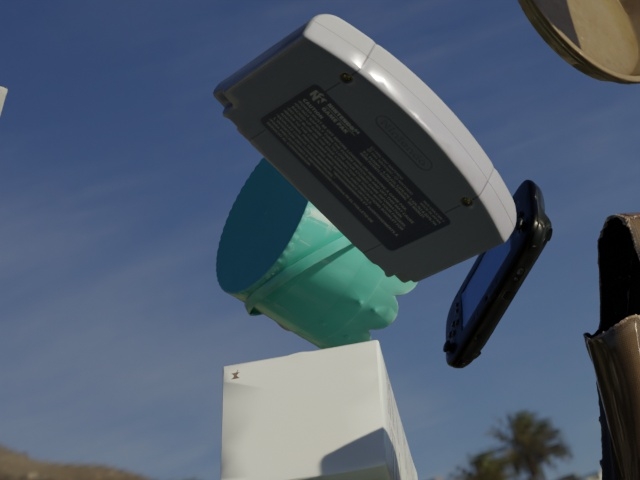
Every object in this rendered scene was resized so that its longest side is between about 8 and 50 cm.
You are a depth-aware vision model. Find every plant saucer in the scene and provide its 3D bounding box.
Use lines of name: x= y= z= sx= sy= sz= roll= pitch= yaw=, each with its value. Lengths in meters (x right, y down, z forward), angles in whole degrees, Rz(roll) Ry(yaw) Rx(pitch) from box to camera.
plant saucer: x=0.351 y=-0.320 z=1.990 sx=0.278 sy=0.277 sz=0.041 roll=0 pitch=-29 yaw=-44

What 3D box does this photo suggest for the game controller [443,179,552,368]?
game controller: x=0.276 y=0.055 z=2.369 sx=0.067 sy=0.166 sz=0.319 roll=16 pitch=-56 yaw=-17

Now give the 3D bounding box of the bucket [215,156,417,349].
bucket: x=0.000 y=0.000 z=1.967 sx=0.183 sy=0.281 sz=0.281 roll=26 pitch=-38 yaw=-24

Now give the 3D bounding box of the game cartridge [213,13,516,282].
game cartridge: x=0.052 y=-0.089 z=1.495 sx=0.198 sy=0.297 sz=0.062 roll=-29 pitch=23 yaw=43

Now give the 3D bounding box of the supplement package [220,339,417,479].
supplement package: x=0.005 y=0.293 z=1.809 sx=0.199 sy=0.198 sz=0.262 roll=-10 pitch=-49 yaw=7

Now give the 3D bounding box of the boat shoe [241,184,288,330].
boat shoe: x=-0.053 y=0.024 z=2.359 sx=0.088 sy=0.267 sz=0.096 roll=4 pitch=-40 yaw=-39

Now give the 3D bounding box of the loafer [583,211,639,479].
loafer: x=0.314 y=0.133 z=1.497 sx=0.130 sy=0.365 sz=0.134 roll=17 pitch=-26 yaw=-21

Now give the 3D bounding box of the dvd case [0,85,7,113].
dvd case: x=-0.448 y=-0.073 z=1.577 sx=0.179 sy=0.238 sz=0.030 roll=14 pitch=3 yaw=-39
